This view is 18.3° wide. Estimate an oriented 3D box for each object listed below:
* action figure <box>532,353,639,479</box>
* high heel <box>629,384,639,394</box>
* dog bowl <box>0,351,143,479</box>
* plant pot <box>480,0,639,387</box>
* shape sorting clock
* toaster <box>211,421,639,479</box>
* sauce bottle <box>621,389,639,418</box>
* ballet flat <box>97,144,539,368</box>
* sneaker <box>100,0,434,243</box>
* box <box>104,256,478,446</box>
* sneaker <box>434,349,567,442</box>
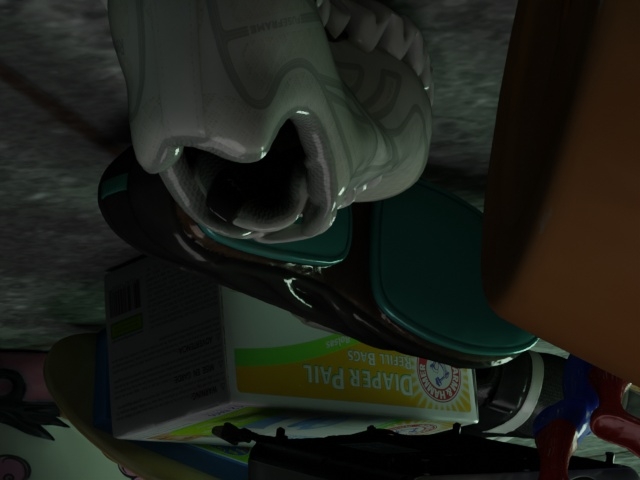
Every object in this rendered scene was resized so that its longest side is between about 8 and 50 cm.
[{"bbox_3d":[0.183,0.075,1.075,0.139,0.280,0.091,32,116,-10],"label":"action figure"},{"bbox_3d":[0.287,0.029,1.268,0.261,0.093,0.186,6,144,-9],"label":"high heel"},{"bbox_3d":[-0.274,0.192,1.474,0.408,0.150,0.408,-6,164,-2],"label":"dog bowl"},{"bbox_3d":[0.167,-0.055,0.591,0.203,0.291,0.291,12,163,-1],"label":"plant pot"},{"bbox_3d":[-0.083,0.120,1.272,0.206,0.040,0.206,22,-163,-7],"label":"shape sorting clock"},{"bbox_3d":[0.056,0.163,1.106,0.168,0.110,0.185,3,-179,-36],"label":"toaster"},{"bbox_3d":[0.354,0.105,1.455,0.344,0.111,0.111,2,163,-25],"label":"sauce bottle"},{"bbox_3d":[0.000,0.000,1.028,0.096,0.095,0.280,-7,157,44],"label":"ballet flat"},{"bbox_3d":[-0.019,-0.049,0.787,0.110,0.118,0.292,-12,164,14],"label":"sneaker"},{"bbox_3d":[-0.015,0.066,1.202,0.203,0.103,0.114,9,159,-42],"label":"box"},{"bbox_3d":[0.100,0.100,1.446,0.121,0.079,0.217,23,163,-21],"label":"sneaker"}]
